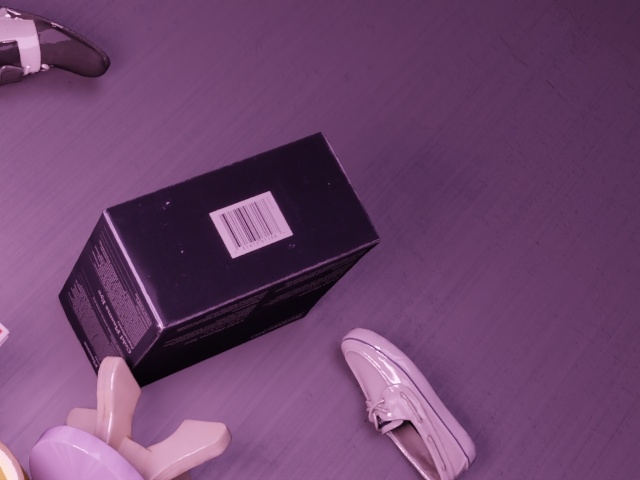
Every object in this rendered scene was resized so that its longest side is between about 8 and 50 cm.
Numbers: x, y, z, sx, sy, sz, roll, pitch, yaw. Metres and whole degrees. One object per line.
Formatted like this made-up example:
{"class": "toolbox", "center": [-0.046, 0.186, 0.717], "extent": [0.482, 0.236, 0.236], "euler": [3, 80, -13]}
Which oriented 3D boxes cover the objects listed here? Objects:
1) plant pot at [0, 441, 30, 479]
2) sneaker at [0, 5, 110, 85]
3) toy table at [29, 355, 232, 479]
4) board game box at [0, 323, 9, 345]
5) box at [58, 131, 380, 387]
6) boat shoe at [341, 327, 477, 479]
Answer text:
{"class": "plant pot", "center": [-0.459, 0.337, 1.766], "extent": [0.254, 0.239, 0.254], "euler": [9, 64, -19]}
{"class": "sneaker", "center": [-0.479, -0.271, 2.115], "extent": [0.331, 0.122, 0.146], "euler": [16, 80, -15]}
{"class": "toy table", "center": [-0.255, 0.296, 1.880], "extent": [0.252, 0.274, 0.161], "euler": [11, 46, 21]}
{"class": "board game box", "center": [-0.515, 0.187, 1.772], "extent": [0.053, 0.305, 0.193], "euler": [47, 57, -17]}
{"class": "box", "center": [-0.147, 0.038, 1.978], "extent": [0.343, 0.312, 0.179], "euler": [-22, 76, -28]}
{"class": "boat shoe", "center": [0.114, 0.249, 2.116], "extent": [0.088, 0.096, 0.267], "euler": [-40, 94, -35]}
